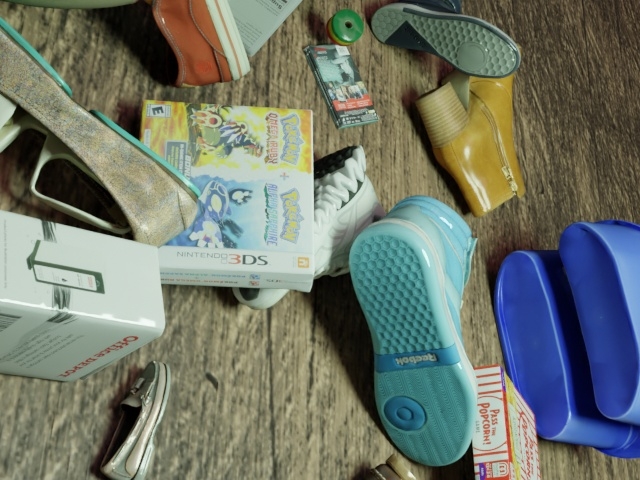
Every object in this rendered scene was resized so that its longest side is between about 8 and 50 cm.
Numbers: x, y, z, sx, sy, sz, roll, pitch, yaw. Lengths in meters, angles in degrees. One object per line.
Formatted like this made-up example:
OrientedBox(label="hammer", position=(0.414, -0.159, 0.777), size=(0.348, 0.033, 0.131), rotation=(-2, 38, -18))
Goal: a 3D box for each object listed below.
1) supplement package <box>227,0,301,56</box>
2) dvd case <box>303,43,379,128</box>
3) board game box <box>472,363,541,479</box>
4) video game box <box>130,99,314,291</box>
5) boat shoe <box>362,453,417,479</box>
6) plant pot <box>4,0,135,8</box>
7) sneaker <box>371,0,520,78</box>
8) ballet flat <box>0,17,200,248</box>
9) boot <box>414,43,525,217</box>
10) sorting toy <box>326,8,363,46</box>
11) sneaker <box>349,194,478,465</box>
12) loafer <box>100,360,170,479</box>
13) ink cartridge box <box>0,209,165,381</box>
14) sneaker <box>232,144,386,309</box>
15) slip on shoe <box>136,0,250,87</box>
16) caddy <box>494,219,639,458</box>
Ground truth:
OrientedBox(label="supplement package", position=(-0.119, -0.390, 1.229), size=(0.262, 0.145, 0.204), rotation=(36, 45, -15))
OrientedBox(label="dvd case", position=(0.029, -0.212, 1.428), size=(0.087, 0.013, 0.119), rotation=(-18, 84, -51))
OrientedBox(label="board game box", position=(0.232, 0.258, 1.305), size=(0.193, 0.045, 0.146), rotation=(50, 34, -54))
OrientedBox(label="video game box", position=(-0.100, -0.049, 1.094), size=(0.187, 0.048, 0.205), rotation=(3, 61, -9))
OrientedBox(label="boat shoe", position=(0.115, 0.337, 1.179), size=(0.073, 0.073, 0.207), rotation=(-41, 100, -12))
OrientedBox(label="plant pot", position=(-0.303, -0.341, 0.975), size=(0.191, 0.284, 0.284), rotation=(-18, 81, -15))
OrientedBox(label="sneaker", position=(0.210, -0.320, 1.559), size=(0.226, 0.086, 0.163), rotation=(24, 33, 17))
OrientedBox(label="ballet flat", position=(-0.256, -0.101, 0.980), size=(0.316, 0.107, 0.106), rotation=(41, 78, -7))
OrientedBox(label="boot", position=(0.262, -0.168, 1.602), size=(0.295, 0.104, 0.211), rotation=(-39, 104, -45))
OrientedBox(label="sorting toy", position=(-0.029, -0.393, 1.411), size=(0.132, 0.046, 0.274), rotation=(-6, 83, -26))
OrientedBox(label="sneaker", position=(0.138, 0.094, 1.256), size=(0.208, 0.127, 0.319), rotation=(-50, 133, -58))
OrientedBox(label="loafer", position=(-0.172, 0.166, 0.975), size=(0.039, 0.045, 0.125), rotation=(28, 53, -26))
OrientedBox(label="ink cartridge box", position=(-0.254, 0.048, 0.867), size=(0.203, 0.148, 0.086), rotation=(15, 56, -43))
OrientedBox(label="sneaker", position=(0.000, 0.000, 1.213), size=(0.118, 0.110, 0.292), rotation=(60, 39, -18))
OrientedBox(label="slip on shoe", position=(-0.171, -0.294, 1.096), size=(0.123, 0.101, 0.331), rotation=(-117, -176, -48))
OrientedBox(label="caddy", position=(0.392, 0.131, 1.455), size=(0.179, 0.241, 0.341), rotation=(10, 63, -39))
